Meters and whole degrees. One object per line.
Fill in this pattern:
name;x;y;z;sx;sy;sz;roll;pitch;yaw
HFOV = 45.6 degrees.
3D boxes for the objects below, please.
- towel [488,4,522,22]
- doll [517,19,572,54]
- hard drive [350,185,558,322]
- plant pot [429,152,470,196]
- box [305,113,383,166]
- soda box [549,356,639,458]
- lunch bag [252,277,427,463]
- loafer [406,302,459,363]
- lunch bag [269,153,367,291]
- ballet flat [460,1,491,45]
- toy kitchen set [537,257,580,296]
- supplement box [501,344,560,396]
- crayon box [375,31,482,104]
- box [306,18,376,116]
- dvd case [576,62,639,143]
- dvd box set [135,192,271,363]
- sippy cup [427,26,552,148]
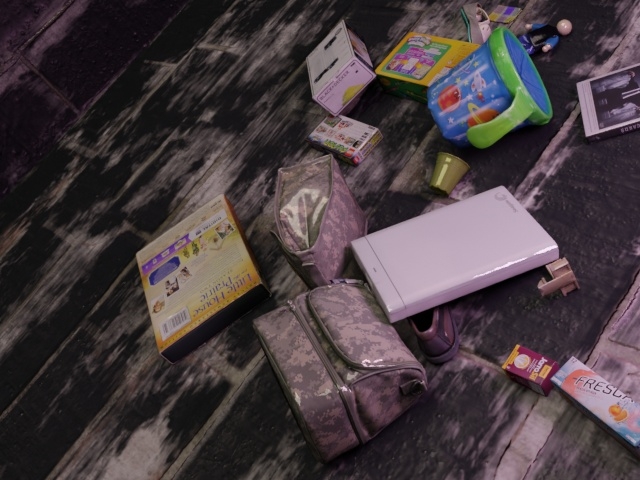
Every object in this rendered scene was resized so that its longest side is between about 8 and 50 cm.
towel;0.495;-0.611;2.058;0.060;0.009;0.083;-46;41;-9
doll;0.532;-0.498;1.898;0.188;0.046;0.129;-25;43;17
hard drive;0.262;0.019;1.539;0.352;0.047;0.233;-20;39;-6
plant pot;0.287;-0.146;1.741;0.083;0.083;0.079;19;79;45
box;0.061;-0.275;2.050;0.114;0.036;0.207;-48;41;-10
soda box;0.462;0.268;1.232;0.058;0.063;0.183;-44;40;-5
lunch bag;0.038;0.232;1.484;0.255;0.213;0.305;-25;40;-9
loafer;0.202;0.107;1.548;0.109;0.095;0.303;-29;41;13
lunch bag;0.000;0.000;1.689;0.168;0.235;0.287;-15;45;18
ballet flat;0.420;-0.567;2.030;0.068;0.072;0.213;-12;47;13
toy kitchen set;0.430;0.060;1.431;0.068;0.083;0.075;-30;41;10
supplement box;0.373;0.230;1.349;0.083;0.043;0.055;21;66;45
crayon box;0.291;-0.449;2.004;0.165;0.081;0.278;-48;41;-11
box;0.052;-0.491;2.155;0.169;0.087;0.290;-43;28;21
dvd case;0.679;-0.309;1.629;0.238;0.029;0.179;-16;46;26
dvd box set;-0.316;0.084;1.981;0.307;0.062;0.420;-36;40;4
sippy cup;0.375;-0.329;1.743;0.224;0.305;0.240;-26;85;30
